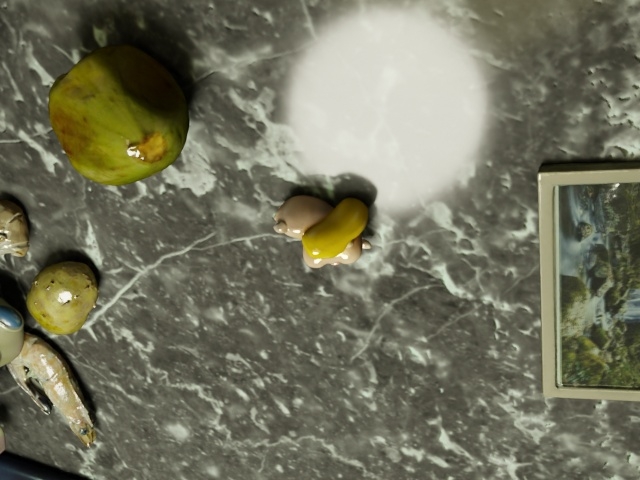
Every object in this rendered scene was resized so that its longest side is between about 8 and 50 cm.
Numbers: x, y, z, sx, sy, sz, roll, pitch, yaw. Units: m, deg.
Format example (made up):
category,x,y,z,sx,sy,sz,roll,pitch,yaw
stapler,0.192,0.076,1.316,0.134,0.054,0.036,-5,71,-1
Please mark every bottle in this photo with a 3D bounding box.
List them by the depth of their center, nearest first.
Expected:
category,x,y,z,sx,sy,sz,roll,pitch,yaw
bottle,-0.512,0.435,1.327,0.244,0.082,0.072,16,81,6

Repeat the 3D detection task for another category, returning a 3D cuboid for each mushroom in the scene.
category,x,y,z,sx,sy,sz,roll,pitch,yaw
mushroom,-0.507,-0.001,1.025,0.225,0.093,0.116,5,103,20

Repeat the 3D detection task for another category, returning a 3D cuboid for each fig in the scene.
category,x,y,z,sx,sy,sz,roll,pitch,yaw
fig,-0.212,-0.132,0.815,0.165,0.154,0.144,27,179,40

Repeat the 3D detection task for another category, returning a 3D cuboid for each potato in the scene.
category,x,y,z,sx,sy,sz,roll,pitch,yaw
potato,-0.363,0.084,1.048,0.091,0.070,0.138,36,126,-6

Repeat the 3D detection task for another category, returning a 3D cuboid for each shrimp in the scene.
category,x,y,z,sx,sy,sz,roll,pitch,yaw
shrimp,-0.428,0.237,1.184,0.126,0.047,0.223,-13,111,33

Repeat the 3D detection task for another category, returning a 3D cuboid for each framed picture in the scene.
category,x,y,z,sx,sy,sz,roll,pitch,yaw
framed picture,0.365,0.057,0.833,0.240,0.020,0.324,0,122,16

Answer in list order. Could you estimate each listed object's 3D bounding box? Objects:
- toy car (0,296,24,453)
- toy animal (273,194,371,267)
category,x,y,z,sx,sy,sz,roll,pitch,yaw
toy car,-0.557,0.235,1.083,0.226,0.242,0.336,45,132,-3
toy animal,0.000,0.000,0.873,0.114,0.091,0.082,7,138,11
